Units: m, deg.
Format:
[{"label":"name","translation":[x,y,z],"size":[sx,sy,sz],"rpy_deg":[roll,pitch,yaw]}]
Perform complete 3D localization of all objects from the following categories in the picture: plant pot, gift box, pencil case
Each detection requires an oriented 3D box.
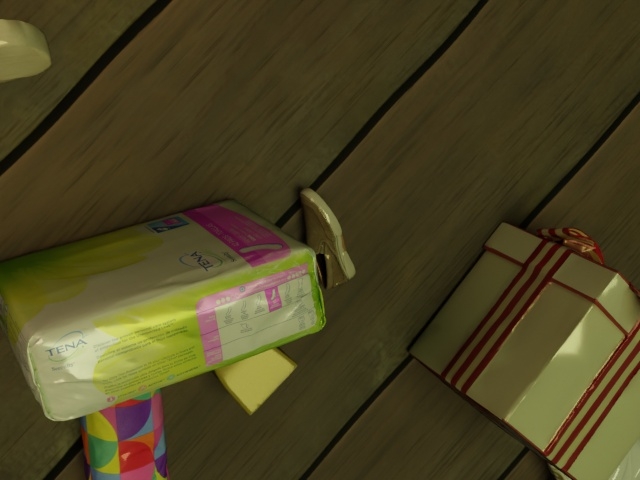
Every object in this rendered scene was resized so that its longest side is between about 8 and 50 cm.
[{"label":"plant pot","translation":[-0.092,0.138,1.163],"size":[0.081,0.081,0.083],"rpy_deg":[-45,111,-7]},{"label":"gift box","translation":[0.324,0.148,1.277],"size":[0.255,0.276,0.258],"rpy_deg":[41,84,-37]},{"label":"pencil case","translation":[-0.217,0.206,1.108],"size":[0.104,0.104,0.236],"rpy_deg":[-8,112,-26]}]

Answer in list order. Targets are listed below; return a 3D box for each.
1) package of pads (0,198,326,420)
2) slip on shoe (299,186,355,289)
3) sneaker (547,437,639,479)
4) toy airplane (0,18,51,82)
[{"label":"package of pads","translation":[-0.167,0.059,1.006],"size":[0.297,0.229,0.101],"rpy_deg":[-18,114,-21]},{"label":"slip on shoe","translation":[0.000,0.000,1.182],"size":[0.041,0.051,0.135],"rpy_deg":[-34,127,-17]},{"label":"sneaker","translation":[0.369,0.384,1.481],"size":[0.169,0.108,0.292],"rpy_deg":[38,77,-30]},{"label":"toy airplane","translation":[-0.468,-0.107,0.768],"size":[0.384,0.272,0.386],"rpy_deg":[-40,142,26]}]
